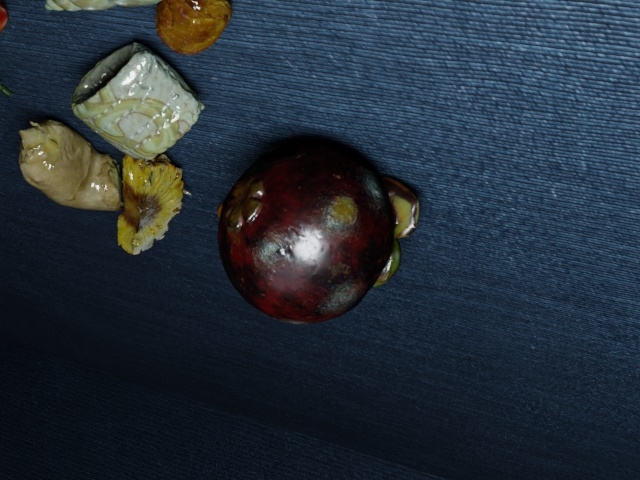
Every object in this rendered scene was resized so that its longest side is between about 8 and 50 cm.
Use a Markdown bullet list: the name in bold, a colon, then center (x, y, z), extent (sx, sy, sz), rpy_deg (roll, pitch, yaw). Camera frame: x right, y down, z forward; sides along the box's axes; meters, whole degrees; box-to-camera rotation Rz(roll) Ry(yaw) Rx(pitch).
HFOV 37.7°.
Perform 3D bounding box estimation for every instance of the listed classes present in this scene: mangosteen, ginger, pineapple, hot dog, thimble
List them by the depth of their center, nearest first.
- **hot dog**: center (-0.175, -0.307, 1.268), extent (0.099, 0.065, 0.147), rpy_deg (27, 159, -8)
- **thimble**: center (-0.280, -0.219, 1.458), extent (0.190, 0.137, 0.143), rpy_deg (-21, 129, 38)
- **mangosteen**: center (-0.012, -0.012, 1.474), extent (0.311, 0.311, 0.311), rpy_deg (19, 155, 9)
- **pineapple**: center (-0.311, -0.090, 1.753), extent (0.079, 0.135, 0.233), rpy_deg (37, 133, 23)
- **ginger**: center (-0.481, -0.140, 1.793), extent (0.152, 0.138, 0.267), rpy_deg (-19, 146, 37)

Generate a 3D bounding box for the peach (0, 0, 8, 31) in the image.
- **peach**: center (-0.537, -0.359, 1.454), extent (0.101, 0.100, 0.100), rpy_deg (19, 155, 9)

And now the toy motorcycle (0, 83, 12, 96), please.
- **toy motorcycle**: center (-0.709, -0.285, 1.726), extent (0.275, 0.127, 0.205), rpy_deg (5, 149, 49)

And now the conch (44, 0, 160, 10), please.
- **conch**: center (-0.268, -0.353, 1.201), extent (0.173, 0.106, 0.116), rpy_deg (15, 128, 27)

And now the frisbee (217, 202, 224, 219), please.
- **frisbee**: center (-0.104, -0.030, 1.794), extent (0.192, 0.035, 0.192), rpy_deg (19, 156, 9)
